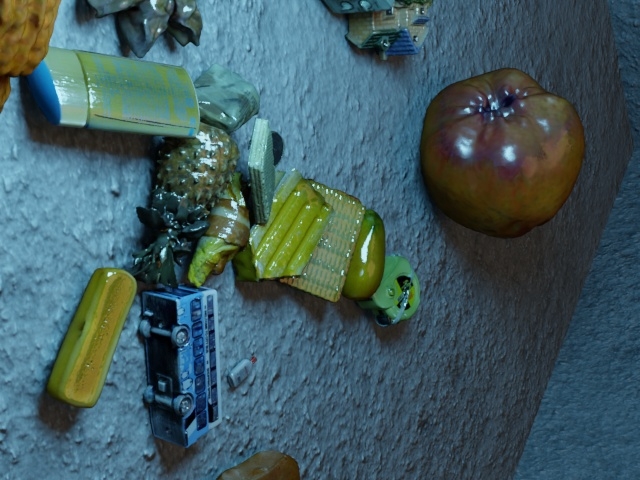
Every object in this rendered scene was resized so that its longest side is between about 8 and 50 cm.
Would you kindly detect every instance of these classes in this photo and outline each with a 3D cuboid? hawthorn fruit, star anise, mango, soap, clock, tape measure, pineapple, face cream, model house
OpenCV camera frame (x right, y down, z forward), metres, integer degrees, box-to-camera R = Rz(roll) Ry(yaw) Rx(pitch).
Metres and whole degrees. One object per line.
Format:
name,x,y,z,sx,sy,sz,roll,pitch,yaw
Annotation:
hawthorn fruit,0.502,-0.228,2.190,0.471,0.471,0.472,-15,108,-52
star anise,-0.286,-0.468,1.336,0.315,0.108,0.315,-28,126,-46
mango,0.098,0.037,1.935,0.120,0.151,0.221,12,78,-15
soap,-0.087,-0.011,1.700,0.160,0.080,0.258,46,60,-28
clock,-0.105,-0.195,1.722,0.074,0.010,0.083,40,64,-50
tape measure,0.187,0.135,2.111,0.200,0.106,0.175,-52,121,-37
pineapple,-0.262,-0.065,1.436,0.170,0.141,0.310,35,75,-62
face cream,-0.168,0.281,1.719,0.083,0.021,0.040,-41,128,-42
face cream,-0.334,-0.240,1.292,0.285,0.067,0.139,0,68,-44
model house,0.161,-0.518,1.906,0.182,0.166,0.172,-12,110,-41

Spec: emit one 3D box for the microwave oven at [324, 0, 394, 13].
microwave oven,0.045,-0.661,1.691,0.295,0.181,0.238,38,64,-51

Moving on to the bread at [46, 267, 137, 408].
bread,-0.387,0.162,1.349,0.092,0.074,0.239,29,71,-36

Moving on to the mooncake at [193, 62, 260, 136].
mooncake,-0.189,-0.257,1.500,0.125,0.130,0.073,-51,167,-37

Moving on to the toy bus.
toy bus,-0.262,0.232,1.513,0.131,0.106,0.297,-19,113,-53

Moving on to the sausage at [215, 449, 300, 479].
sausage,-0.142,0.544,1.721,0.258,0.133,0.133,-13,107,-54

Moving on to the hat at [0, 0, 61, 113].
hat,-0.469,-0.225,1.038,0.285,0.285,0.400,-31,140,-47

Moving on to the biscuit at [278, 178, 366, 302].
biscuit,0.000,0.000,1.830,0.172,0.029,0.255,23,77,-21

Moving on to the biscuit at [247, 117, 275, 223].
biscuit,-0.115,-0.134,1.565,0.199,0.040,0.121,89,7,-59

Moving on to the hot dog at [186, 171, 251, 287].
hot dog,-0.182,-0.020,1.553,0.123,0.093,0.262,122,-13,-71
